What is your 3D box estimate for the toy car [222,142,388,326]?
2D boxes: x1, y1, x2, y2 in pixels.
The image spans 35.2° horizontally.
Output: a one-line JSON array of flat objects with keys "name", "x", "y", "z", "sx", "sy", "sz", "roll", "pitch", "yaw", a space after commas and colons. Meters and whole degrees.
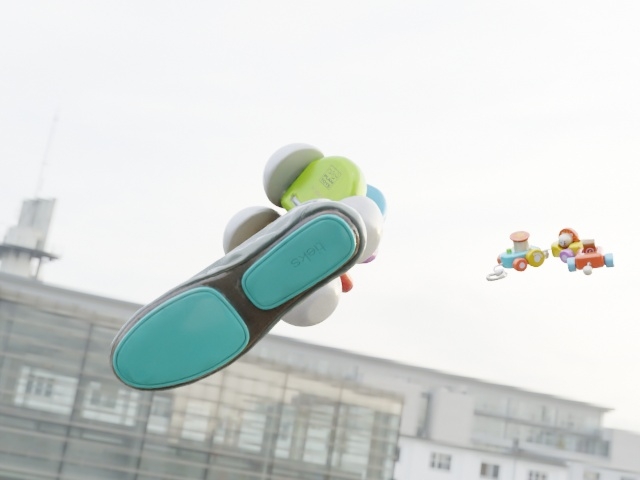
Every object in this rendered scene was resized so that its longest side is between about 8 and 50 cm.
[{"name": "toy car", "x": 0.000, "y": 0.000, "z": 1.044, "sx": 0.136, "sy": 0.182, "sz": 0.159, "roll": 19, "pitch": 20, "yaw": -45}]

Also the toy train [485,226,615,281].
[{"name": "toy train", "x": 0.298, "y": 0.013, "z": 1.311, "sx": 0.166, "sy": 0.046, "sz": 0.125, "roll": -7, "pitch": 12, "yaw": 25}]

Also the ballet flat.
[{"name": "ballet flat", "x": -0.059, "y": 0.041, "z": 0.751, "sx": 0.213, "sy": 0.072, "sz": 0.068, "roll": -33, "pitch": 10, "yaw": 4}]
